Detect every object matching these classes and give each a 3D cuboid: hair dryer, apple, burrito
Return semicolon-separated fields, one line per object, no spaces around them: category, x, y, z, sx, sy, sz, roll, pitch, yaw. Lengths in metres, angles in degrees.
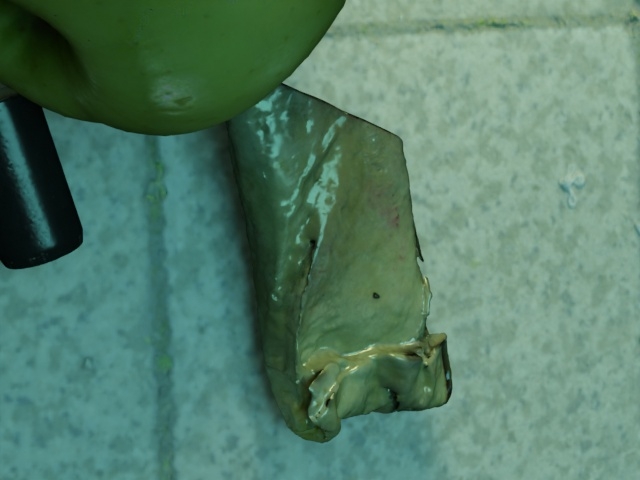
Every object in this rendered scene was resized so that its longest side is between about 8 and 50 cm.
hair dryer;-0.279;-0.007;1.263;0.255;0.070;0.128;-34;113;-41
apple;-0.129;-0.254;1.207;0.357;0.357;0.357;-3;96;-30
burrito;0.008;-0.006;1.443;0.175;0.107;0.347;-29;111;-41
